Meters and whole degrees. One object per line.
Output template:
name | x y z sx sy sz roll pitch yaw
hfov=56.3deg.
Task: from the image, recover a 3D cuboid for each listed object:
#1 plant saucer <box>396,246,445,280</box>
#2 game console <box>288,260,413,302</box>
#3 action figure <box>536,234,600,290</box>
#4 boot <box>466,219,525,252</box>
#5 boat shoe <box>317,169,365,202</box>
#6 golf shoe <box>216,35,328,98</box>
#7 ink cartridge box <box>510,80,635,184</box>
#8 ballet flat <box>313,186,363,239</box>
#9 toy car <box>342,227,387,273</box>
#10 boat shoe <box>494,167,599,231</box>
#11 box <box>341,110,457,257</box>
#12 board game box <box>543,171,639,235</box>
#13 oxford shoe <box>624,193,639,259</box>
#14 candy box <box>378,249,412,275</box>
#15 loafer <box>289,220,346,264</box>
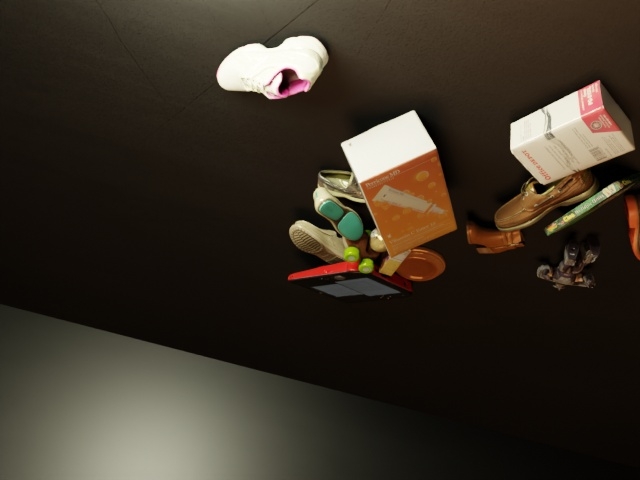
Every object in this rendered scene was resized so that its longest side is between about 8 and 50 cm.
plant saucer | 0.347 0.091 2.148 0.199 0.037 0.200 9 147 6
game console | 0.122 0.167 2.230 0.341 0.060 0.386 -16 153 35
action figure | 0.810 0.093 1.953 0.185 0.099 0.285 2 149 6
boot | 0.550 -0.022 1.887 0.152 0.073 0.197 -10 153 31
boat shoe | 0.096 -0.169 1.800 0.223 0.080 0.073 8 152 14
golf shoe | -0.134 -0.407 1.465 0.306 0.140 0.115 -6 144 27
ink cartridge box | 0.617 -0.258 1.481 0.172 0.100 0.237 35 139 -31
ballet flat | 0.052 -0.085 1.847 0.086 0.086 0.248 -9 149 28
toy car | 0.181 -0.010 1.959 0.188 0.155 0.149 -28 131 32
boat shoe | 0.610 -0.131 1.682 0.307 0.111 0.104 -32 124 34
box | 0.224 -0.145 1.651 0.214 0.168 0.345 -24 139 5
board game box | 0.757 -0.099 1.669 0.136 0.030 0.260 -21 165 -35
oxford shoe | 0.941 -0.034 1.722 0.098 0.097 0.271 -12 140 23
candy box | 0.255 0.027 2.017 0.053 0.109 0.187 17 146 -8
loafer | 0.000 0.000 2.071 0.101 0.092 0.268 -21 137 38
